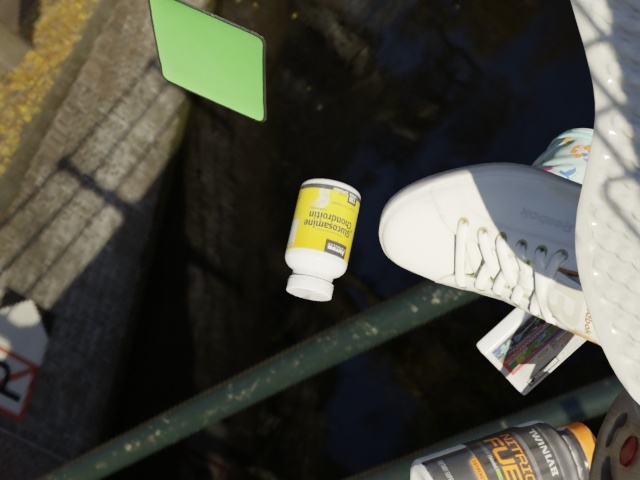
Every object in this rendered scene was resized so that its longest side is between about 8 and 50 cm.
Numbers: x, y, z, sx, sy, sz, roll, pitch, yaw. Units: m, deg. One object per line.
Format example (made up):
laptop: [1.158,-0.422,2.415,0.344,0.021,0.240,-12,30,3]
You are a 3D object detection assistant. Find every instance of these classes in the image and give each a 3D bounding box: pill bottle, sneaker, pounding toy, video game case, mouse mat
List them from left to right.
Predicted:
mouse mat: [-0.132,-0.216,1.128,0.007,0.152,0.190,-62,-8,-21]
pill bottle: [0.000,0.000,1.536,0.103,0.103,0.184,-5,67,47]
pill bottle: [0.255,0.320,1.270,0.245,0.130,0.130,-16,33,-13]
sneaker: [0.173,0.014,0.712,0.290,0.106,0.123,6,31,20]
video game case: [0.300,0.097,1.186,0.201,0.183,0.023,-43,54,3]
pounding toy: [0.342,0.226,0.867,0.269,0.154,0.154,112,-178,-73]
sneaker: [0.203,-0.070,0.496,0.126,0.127,0.321,-4,97,37]

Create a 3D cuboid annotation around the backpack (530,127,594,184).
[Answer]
backpack: [0.402,-0.040,1.324,0.253,0.225,0.191,35,71,14]
